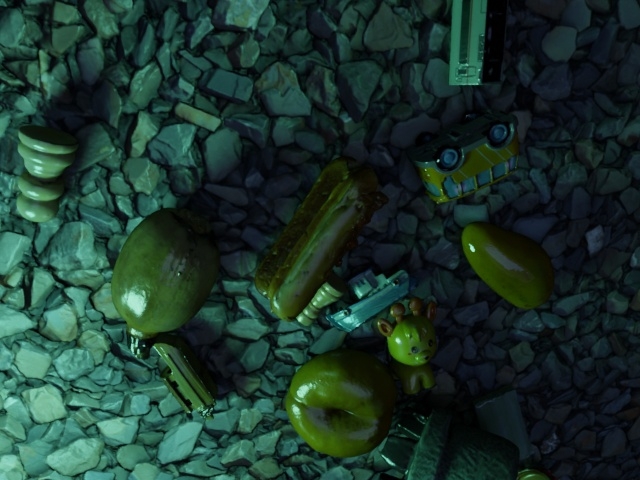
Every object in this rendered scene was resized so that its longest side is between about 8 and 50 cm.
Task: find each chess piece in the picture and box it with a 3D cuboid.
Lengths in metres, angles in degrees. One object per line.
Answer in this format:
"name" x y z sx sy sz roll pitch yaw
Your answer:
"chess piece" -0.503 -0.112 0.873 0.094 0.094 0.171 15 108 -13
"chess piece" -0.001 0.128 1.033 0.066 0.066 0.122 31 116 -17

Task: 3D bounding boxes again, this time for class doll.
"doll" 0.200 0.227 1.067 0.142 0.135 0.221 -17 113 -13

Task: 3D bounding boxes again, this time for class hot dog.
"hot dog" 0.000 0.000 0.956 0.117 0.158 0.349 29 98 -35

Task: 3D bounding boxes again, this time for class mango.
"mango" 0.411 0.044 1.051 0.253 0.113 0.138 40 102 -11

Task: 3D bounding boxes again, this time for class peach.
"peach" 0.047 0.360 1.076 0.250 0.153 0.252 -1 104 -6

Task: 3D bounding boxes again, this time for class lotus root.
"lotus root" -0.308 0.088 0.927 0.182 0.183 0.310 24 104 -15

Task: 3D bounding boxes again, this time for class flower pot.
"flower pot" 0.279 0.543 1.107 0.282 0.299 0.300 15 107 19

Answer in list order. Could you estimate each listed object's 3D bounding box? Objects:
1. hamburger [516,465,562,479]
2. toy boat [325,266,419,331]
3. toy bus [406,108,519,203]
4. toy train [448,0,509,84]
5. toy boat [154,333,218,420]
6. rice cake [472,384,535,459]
"hamburger" 0.585 0.695 1.263 0.136 0.175 0.175 36 100 -24
"toy boat" 0.104 0.115 1.052 0.215 0.088 0.102 -35 75 4
"toy bus" 0.288 -0.163 0.960 0.209 0.126 0.136 -25 118 0
"toy train" 0.290 -0.493 0.868 0.086 0.088 0.408 -17 114 -40
"toy boat" -0.298 0.298 1.047 0.087 0.068 0.226 -26 110 9
"rice cake" 0.467 0.487 1.237 0.127 0.043 0.237 -24 109 1
